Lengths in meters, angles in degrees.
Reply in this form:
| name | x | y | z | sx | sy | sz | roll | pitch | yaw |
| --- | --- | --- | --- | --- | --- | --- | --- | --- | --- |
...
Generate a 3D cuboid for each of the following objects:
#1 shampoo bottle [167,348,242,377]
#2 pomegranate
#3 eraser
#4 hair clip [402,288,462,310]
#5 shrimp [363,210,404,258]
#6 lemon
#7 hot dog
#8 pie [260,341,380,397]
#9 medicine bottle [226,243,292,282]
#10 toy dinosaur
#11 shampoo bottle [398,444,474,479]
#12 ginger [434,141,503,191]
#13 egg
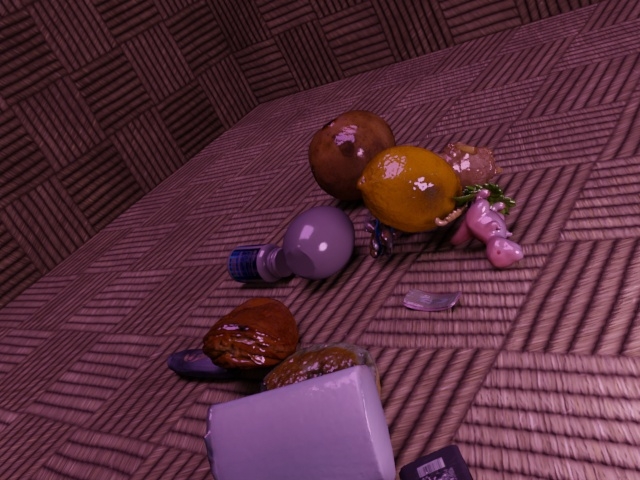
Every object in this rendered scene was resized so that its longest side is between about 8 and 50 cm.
| name | x | y | z | sx | sy | sz | roll | pitch | yaw |
| --- | --- | --- | --- | --- | --- | --- | --- | --- | --- |
| shampoo bottle | -0.275 | 0.290 | 1.609 | 0.234 | 0.049 | 0.087 | -7 | 24 | 40 |
| pomegranate | 0.101 | -0.260 | 2.070 | 0.281 | 0.281 | 0.281 | -24 | 24 | 11 |
| eraser | -0.038 | 0.329 | 1.111 | 0.290 | 0.104 | 0.189 | -19 | 70 | 19 |
| hair clip | 0.235 | 0.124 | 1.422 | 0.137 | 0.022 | 0.054 | -2 | 35 | 46 |
| shrimp | 0.233 | -0.094 | 1.792 | 0.221 | 0.110 | 0.445 | 7 | 38 | 27 |
| lemon | 0.211 | -0.120 | 1.580 | 0.260 | 0.204 | 0.204 | 8 | 18 | -15 |
| hot dog | -0.150 | 0.206 | 1.492 | 0.196 | 0.122 | 0.272 | 0 | 7 | 6 |
| pie | -0.019 | 0.301 | 1.284 | 0.302 | 0.067 | 0.302 | -23 | 25 | 11 |
| medicine bottle | -0.163 | 0.063 | 1.879 | 0.191 | 0.107 | 0.107 | -4 | 33 | 43 |
| toy dinosaur | 0.365 | -0.016 | 1.484 | 0.194 | 0.152 | 0.177 | 0 | 64 | 37 |
| shampoo bottle | 0.182 | 0.395 | 0.859 | 0.098 | 0.071 | 0.309 | -25 | 23 | 4 |
| ginger | 0.359 | -0.171 | 1.697 | 0.216 | 0.157 | 0.102 | -3 | 32 | -9 |
| egg | 0.000 | 0.000 | 1.742 | 0.176 | 0.176 | 0.232 | -13 | 26 | 31 |
